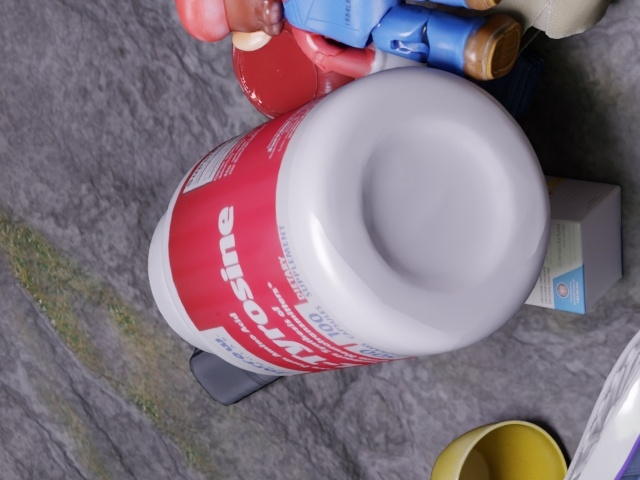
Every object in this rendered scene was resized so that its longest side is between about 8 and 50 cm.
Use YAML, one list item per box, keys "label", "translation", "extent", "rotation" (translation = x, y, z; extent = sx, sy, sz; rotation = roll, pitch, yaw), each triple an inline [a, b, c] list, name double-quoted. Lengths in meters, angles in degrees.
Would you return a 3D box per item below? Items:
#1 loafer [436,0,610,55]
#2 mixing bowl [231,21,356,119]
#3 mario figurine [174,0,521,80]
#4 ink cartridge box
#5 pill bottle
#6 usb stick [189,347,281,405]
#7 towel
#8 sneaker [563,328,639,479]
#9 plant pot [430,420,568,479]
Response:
- label: "loafer"
  translation: [0.212, -0.222, 1.386]
  extent: [0.268, 0.102, 0.092]
  rotation: [-25, 99, 50]
- label: "mixing bowl"
  translation: [-0.014, -0.172, 1.563]
  extent: [0.181, 0.098, 0.181]
  rotation: [15, 120, 28]
- label: "mario figurine"
  translation: [0.017, -0.234, 1.417]
  extent: [0.320, 0.170, 0.198]
  rotation: [14, 92, 21]
- label: "ink cartridge box"
  translation: [0.187, -0.002, 1.517]
  extent: [0.143, 0.090, 0.092]
  rotation: [8, 117, 31]
- label: "pill bottle"
  translation: [0.000, 0.000, 1.476]
  extent: [0.229, 0.229, 0.408]
  rotation: [60, 153, -6]
- label: "usb stick"
  translation: [-0.035, 0.096, 1.751]
  extent: [0.278, 0.045, 0.077]
  rotation: [-32, 92, 40]
- label: "towel"
  translation: [0.139, -0.158, 1.510]
  extent: [0.119, 0.029, 0.067]
  rotation: [29, 126, 19]
- label: "sneaker"
  translation: [0.347, 0.241, 1.532]
  extent: [0.236, 0.130, 0.323]
  rotation: [22, 113, 3]
- label: "plant pot"
  translation: [0.160, 0.239, 1.649]
  extent: [0.095, 0.134, 0.134]
  rotation: [-1, 115, 60]
